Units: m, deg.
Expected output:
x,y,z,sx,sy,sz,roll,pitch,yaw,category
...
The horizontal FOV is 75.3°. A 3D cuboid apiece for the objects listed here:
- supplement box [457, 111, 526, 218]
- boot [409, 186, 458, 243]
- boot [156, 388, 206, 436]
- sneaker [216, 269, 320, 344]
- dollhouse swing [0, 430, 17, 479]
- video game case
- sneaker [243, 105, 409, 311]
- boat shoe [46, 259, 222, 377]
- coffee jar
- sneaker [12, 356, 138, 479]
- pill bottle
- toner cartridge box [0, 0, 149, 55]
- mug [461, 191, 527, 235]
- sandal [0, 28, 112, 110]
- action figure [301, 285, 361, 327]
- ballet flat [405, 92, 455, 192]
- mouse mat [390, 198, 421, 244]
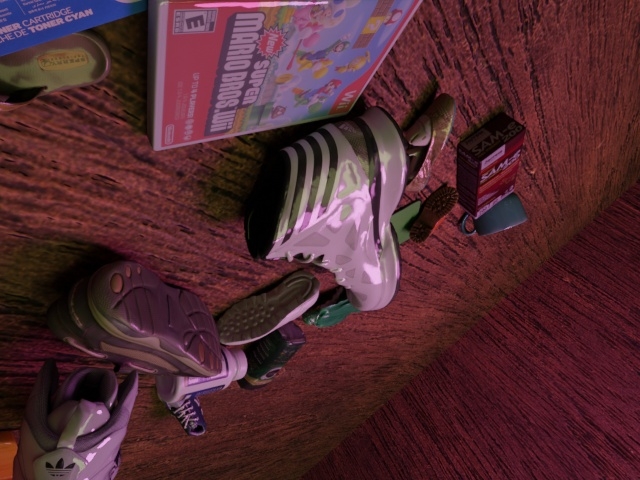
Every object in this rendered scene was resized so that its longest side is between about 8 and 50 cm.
x,y,z,sx,sy,sz,roll,pitch,yaw,category
0.394,-0.166,0.976,0.130,0.073,0.239,-37,147,-3,supplement box
0.278,-0.063,1.013,0.157,0.059,0.085,-54,163,15,boot
-0.301,0.376,0.930,0.069,0.086,0.190,-30,147,-15,boot
-0.103,0.155,0.865,0.235,0.090,0.094,-25,155,-19,sneaker
-0.447,0.364,0.536,0.315,0.347,0.304,20,105,-54,dollhouse swing
-0.046,-0.191,0.466,0.285,0.025,0.204,-20,167,-29,video game case
0.000,-0.001,0.735,0.258,0.169,0.447,-20,137,-13,sneaker
-0.271,0.144,0.661,0.130,0.132,0.355,-17,145,5,boat shoe
-0.124,0.277,0.995,0.184,0.079,0.096,-50,150,16,coffee jar
-0.349,0.270,0.614,0.138,0.366,0.210,17,87,-21,sneaker
-0.238,0.265,0.849,0.169,0.094,0.094,5,128,-48,pill bottle
-0.126,-0.247,0.277,0.348,0.075,0.165,-29,175,-16,toner cartridge box
0.463,-0.075,1.124,0.158,0.097,0.129,-21,179,5,mug
-0.268,-0.139,0.352,0.180,0.049,0.072,-24,145,-24,sandal
0.047,0.165,1.045,0.232,0.063,0.137,-13,142,-41,action figure
0.184,-0.169,0.764,0.067,0.073,0.206,-8,135,-19,ballet flat
0.158,-0.012,0.990,0.190,0.007,0.152,-27,147,-18,mouse mat
